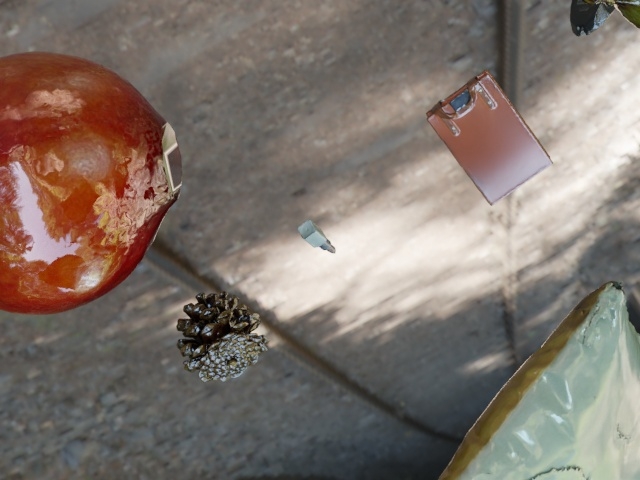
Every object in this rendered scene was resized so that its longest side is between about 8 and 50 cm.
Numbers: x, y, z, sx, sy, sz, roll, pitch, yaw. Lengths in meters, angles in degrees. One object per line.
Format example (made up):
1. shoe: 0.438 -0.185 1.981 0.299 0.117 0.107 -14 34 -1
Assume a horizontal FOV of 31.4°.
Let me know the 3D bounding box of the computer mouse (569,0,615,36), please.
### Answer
1. computer mouse: 0.475 -0.420 1.935 0.057 0.172 0.099 21 175 -32

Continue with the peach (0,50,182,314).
1. peach: -0.390 -0.089 1.661 0.388 0.388 0.388 -26 164 -8

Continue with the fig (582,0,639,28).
1. fig: 0.381 -0.288 1.252 0.274 0.146 0.170 -22 -175 -30

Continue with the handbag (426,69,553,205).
1. handbag: 0.275 -0.169 1.869 0.127 0.190 0.063 -36 -167 14

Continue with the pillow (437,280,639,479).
1. pillow: 0.243 0.226 1.157 0.312 0.119 0.310 -51 141 -9

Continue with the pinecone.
1. pinecone: -0.220 0.201 2.471 0.207 0.208 0.208 -26 164 -8

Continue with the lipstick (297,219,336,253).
1. lipstick: 0.000 0.000 1.758 0.025 0.025 0.107 -35 151 9
